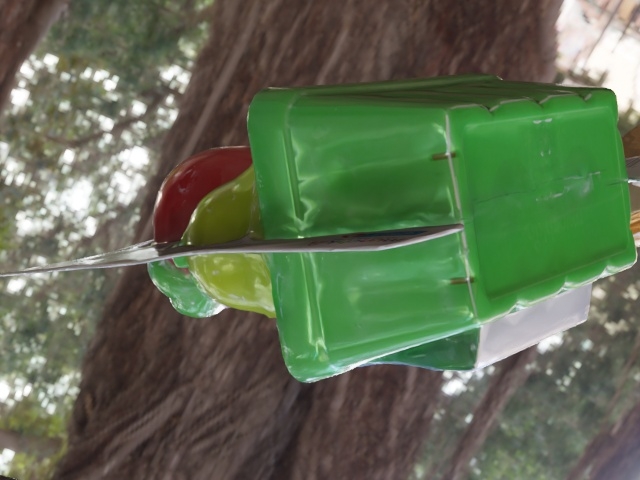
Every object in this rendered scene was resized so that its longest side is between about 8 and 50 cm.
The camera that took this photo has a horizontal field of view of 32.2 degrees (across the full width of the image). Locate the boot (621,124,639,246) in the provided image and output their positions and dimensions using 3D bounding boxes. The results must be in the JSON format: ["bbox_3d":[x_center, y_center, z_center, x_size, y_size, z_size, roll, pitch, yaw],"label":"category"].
[{"bbox_3d":[0.334,-0.015,1.166,0.211,0.295,0.104,13,-125,-30],"label":"boot"}]

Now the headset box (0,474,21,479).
[{"bbox_3d":[-0.315,0.402,1.190,0.283,0.246,0.131,9,-160,16],"label":"headset box"}]

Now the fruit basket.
[{"bbox_3d":[0.000,0.000,0.693,0.353,0.165,0.327,-14,180,40],"label":"fruit basket"}]
